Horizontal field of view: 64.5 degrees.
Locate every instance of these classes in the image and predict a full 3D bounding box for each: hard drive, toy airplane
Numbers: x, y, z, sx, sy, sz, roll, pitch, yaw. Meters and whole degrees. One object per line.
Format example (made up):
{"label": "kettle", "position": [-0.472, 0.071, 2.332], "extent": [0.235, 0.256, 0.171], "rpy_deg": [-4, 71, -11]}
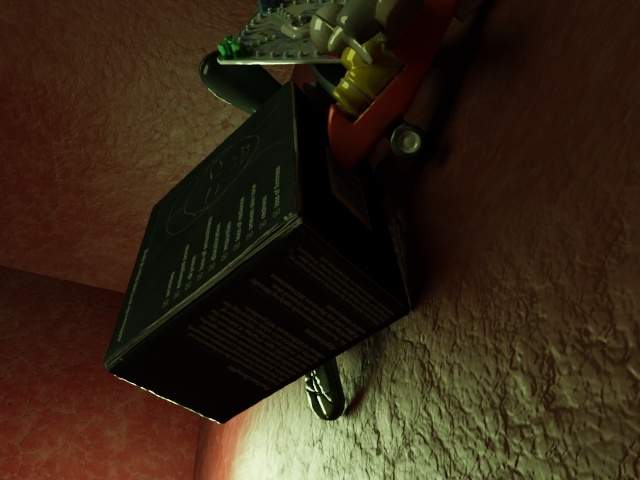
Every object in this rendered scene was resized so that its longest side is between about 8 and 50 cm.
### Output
{"label": "hard drive", "position": [0.061, -0.488, 1.382], "extent": [0.172, 0.054, 0.255], "rpy_deg": [-41, 46, 11]}
{"label": "toy airplane", "position": [0.117, -0.356, 0.879], "extent": [0.386, 0.272, 0.384], "rpy_deg": [107, -173, -59]}

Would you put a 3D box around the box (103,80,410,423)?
{"label": "box", "position": [-0.128, 0.018, 1.023], "extent": [0.471, 0.297, 0.480], "rpy_deg": [-34, 34, 22]}

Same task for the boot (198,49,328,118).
{"label": "boot", "position": [-0.114, -0.341, 1.340], "extent": [0.146, 0.367, 0.445], "rpy_deg": [-58, 34, 17]}

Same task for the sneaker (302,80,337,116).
{"label": "sneaker", "position": [0.035, -0.454, 1.487], "extent": [0.281, 0.162, 0.106], "rpy_deg": [125, 156, -52]}

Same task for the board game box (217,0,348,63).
{"label": "board game box", "position": [-0.043, -0.602, 1.397], "extent": [0.050, 0.390, 0.390], "rpy_deg": [79, -157, -44]}

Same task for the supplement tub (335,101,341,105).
{"label": "supplement tub", "position": [0.074, -0.374, 1.451], "extent": [0.107, 0.071, 0.071], "rpy_deg": [131, 150, -59]}

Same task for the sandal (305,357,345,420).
{"label": "sandal", "position": [0.011, 0.227, 1.077], "extent": [0.120, 0.086, 0.303], "rpy_deg": [-47, 45, 48]}
